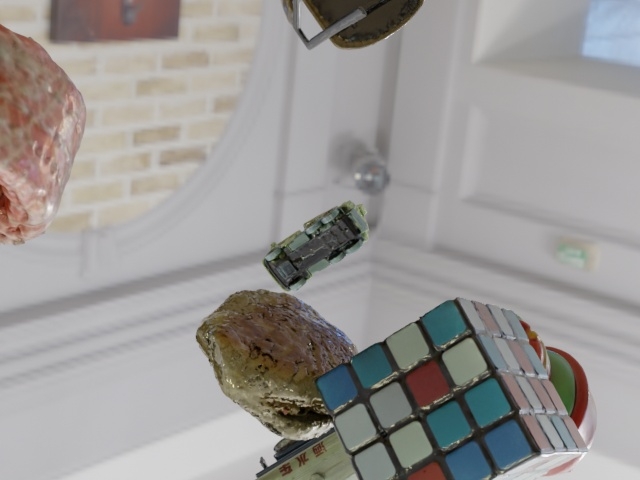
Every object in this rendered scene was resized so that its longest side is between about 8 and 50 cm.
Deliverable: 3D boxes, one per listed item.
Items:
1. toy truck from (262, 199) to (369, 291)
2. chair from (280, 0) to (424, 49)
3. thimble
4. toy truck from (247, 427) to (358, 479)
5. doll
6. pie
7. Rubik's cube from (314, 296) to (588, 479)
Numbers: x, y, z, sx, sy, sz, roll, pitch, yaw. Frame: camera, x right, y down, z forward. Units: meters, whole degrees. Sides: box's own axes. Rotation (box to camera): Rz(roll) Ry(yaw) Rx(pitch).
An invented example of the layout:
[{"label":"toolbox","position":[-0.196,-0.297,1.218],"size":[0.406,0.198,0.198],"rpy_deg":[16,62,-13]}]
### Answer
[{"label":"toy truck","position":[0.000,0.000,1.935],"size":[0.169,0.077,0.100],"rpy_deg":[-34,-169,27]},{"label":"chair","position":[0.042,-0.329,1.604],"size":[0.159,0.172,0.247],"rpy_deg":[-35,171,-17]},{"label":"thimble","position":[-0.370,-0.119,1.346],"size":[0.239,0.239,0.162],"rpy_deg":[10,-119,13]},{"label":"toy truck","position":[0.013,0.229,1.373],"size":[0.202,0.074,0.088],"rpy_deg":[-32,-170,7]},{"label":"doll","position":[0.321,0.248,1.879],"size":[0.160,0.363,0.182],"rpy_deg":[-9,-127,19]},{"label":"pie","position":[-0.034,0.108,1.207],"size":[0.163,0.079,0.193],"rpy_deg":[41,-156,14]},{"label":"Rubik's cube","position":[0.114,0.153,1.117],"size":[0.154,0.151,0.155],"rpy_deg":[-33,160,18]}]
